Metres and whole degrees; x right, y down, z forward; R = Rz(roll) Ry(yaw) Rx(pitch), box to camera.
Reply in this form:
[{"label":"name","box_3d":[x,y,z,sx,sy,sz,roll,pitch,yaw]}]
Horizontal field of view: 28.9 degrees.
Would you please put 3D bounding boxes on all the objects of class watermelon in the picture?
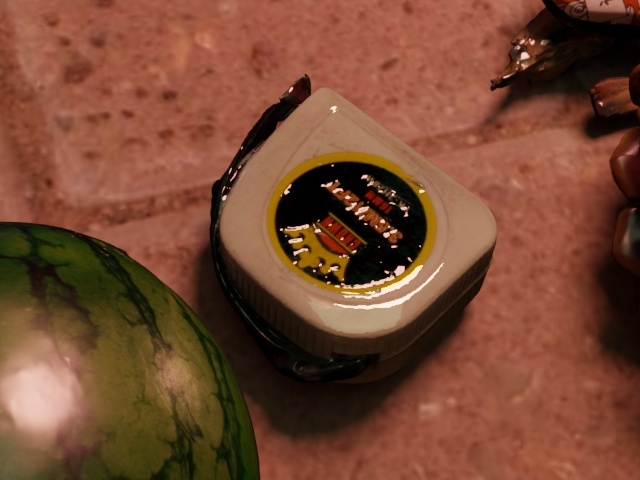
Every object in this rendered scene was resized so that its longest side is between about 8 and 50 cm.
[{"label":"watermelon","box_3d":[-0.200,0.157,0.768,0.363,0.363,0.363,3,65,-6]}]

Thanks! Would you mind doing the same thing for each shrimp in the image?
[{"label":"shrimp","box_3d":[0.265,-0.170,1.141,0.145,0.059,0.254,46,62,3]}]

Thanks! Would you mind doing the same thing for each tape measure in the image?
[{"label":"tape measure","box_3d":[0.000,0.000,0.998,0.235,0.115,0.207,39,65,20]}]

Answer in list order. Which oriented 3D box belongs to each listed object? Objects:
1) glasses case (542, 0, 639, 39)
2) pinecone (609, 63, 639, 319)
[{"label":"glasses case","box_3d":[0.313,-0.231,1.111,0.267,0.067,0.103,2,70,-21]},{"label":"pinecone","box_3d":[0.441,-0.044,0.953,0.398,0.397,0.397,3,65,-6]}]
